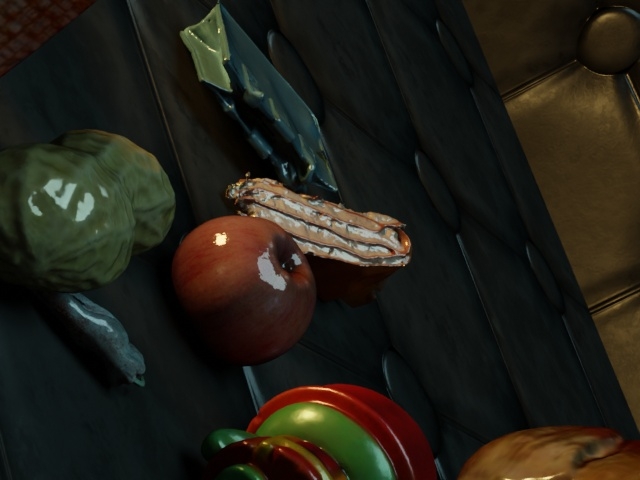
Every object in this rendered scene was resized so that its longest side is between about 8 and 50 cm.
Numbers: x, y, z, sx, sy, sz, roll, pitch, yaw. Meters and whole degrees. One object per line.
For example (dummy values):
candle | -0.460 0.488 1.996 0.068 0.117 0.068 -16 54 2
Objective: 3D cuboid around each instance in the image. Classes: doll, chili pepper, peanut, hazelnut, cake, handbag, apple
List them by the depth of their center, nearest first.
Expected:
peanut | -0.202 -0.025 1.619 0.136 0.120 0.298 55 16 1
chili pepper | -0.191 0.076 1.640 0.050 0.041 0.153 11 -36 54
doll | 0.018 0.217 1.812 0.183 0.160 0.363 35 12 17
apple | -0.073 0.045 1.896 0.153 0.120 0.153 53 20 -29
cake | -0.001 -0.006 2.226 0.287 0.135 0.098 27 52 -49
hazelnut | 0.319 0.365 2.232 0.372 0.372 0.315 45 63 -44
handbag | -0.071 -0.154 2.264 0.229 0.062 0.179 49 14 -33

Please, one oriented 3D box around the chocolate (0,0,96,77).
chocolate | -0.282 -0.265 1.571 0.235 0.237 0.108 42 16 -48
